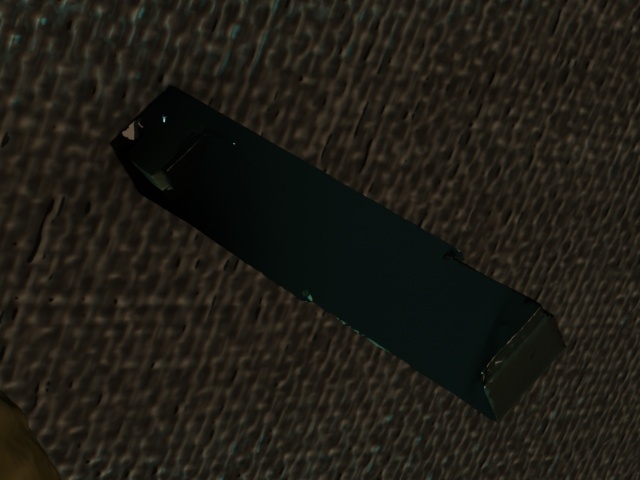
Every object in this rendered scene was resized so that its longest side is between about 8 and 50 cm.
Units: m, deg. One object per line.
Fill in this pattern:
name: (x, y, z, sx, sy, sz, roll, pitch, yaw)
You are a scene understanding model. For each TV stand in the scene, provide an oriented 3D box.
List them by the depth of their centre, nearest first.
TV stand: (0.000, 0.000, 0.745, 0.049, 0.256, 0.040, -45, 140, -16)

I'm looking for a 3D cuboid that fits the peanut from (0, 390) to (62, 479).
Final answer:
peanut: (-0.241, 0.099, 0.624, 0.340, 0.158, 0.174, 8, 129, -47)
